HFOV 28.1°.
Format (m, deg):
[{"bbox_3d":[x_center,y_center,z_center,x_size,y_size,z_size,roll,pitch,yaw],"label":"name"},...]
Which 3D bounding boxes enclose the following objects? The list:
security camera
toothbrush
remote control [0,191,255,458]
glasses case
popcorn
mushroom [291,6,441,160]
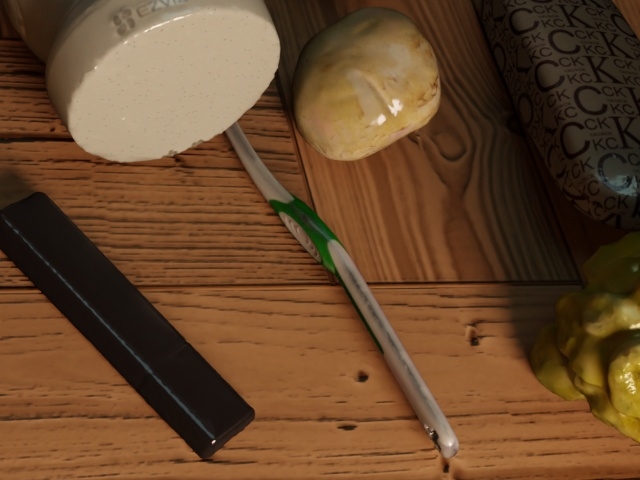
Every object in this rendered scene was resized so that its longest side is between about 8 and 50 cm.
[{"bbox_3d":[-0.161,-0.205,1.043,0.194,0.194,0.236,-15,62,-32],"label":"security camera"},{"bbox_3d":[-0.004,0.002,1.057,0.040,0.042,0.418,-24,67,-15],"label":"toothbrush"},{"bbox_3d":[-0.149,0.060,0.962,0.245,0.025,0.063,44,46,10],"label":"remote control"},{"bbox_3d":[0.257,-0.148,1.239,0.137,0.085,0.355,0,48,-18],"label":"glasses case"},{"bbox_3d":[0.314,0.088,1.033,0.250,0.235,0.242,-18,22,-22],"label":"popcorn"},{"bbox_3d":[0.039,-0.138,1.131,0.148,0.112,0.148,-11,62,21],"label":"mushroom"}]
